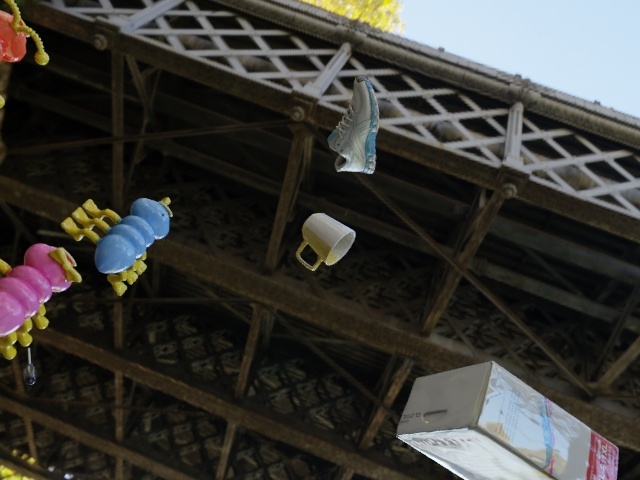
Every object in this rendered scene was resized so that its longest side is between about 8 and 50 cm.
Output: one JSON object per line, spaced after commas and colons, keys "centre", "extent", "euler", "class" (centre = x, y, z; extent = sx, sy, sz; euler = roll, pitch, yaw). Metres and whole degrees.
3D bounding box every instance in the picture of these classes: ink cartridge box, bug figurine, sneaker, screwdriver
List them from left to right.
{"centre": [-0.233, -0.042, 0.453], "extent": [0.072, 0.216, 0.279], "euler": [-10, -53, 36], "class": "bug figurine"}
{"centre": [-0.571, 0.238, 1.149], "extent": [0.024, 0.170, 0.025], "euler": [6, -77, -28], "class": "screwdriver"}
{"centre": [0.054, -0.189, 1.006], "extent": [0.083, 0.071, 0.190], "euler": [-7, -47, -7], "class": "sneaker"}
{"centre": [0.187, 0.204, 0.595], "extent": [0.175, 0.072, 0.127], "euler": [35, -32, -13], "class": "ink cartridge box"}

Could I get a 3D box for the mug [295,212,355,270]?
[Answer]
{"centre": [0.002, -0.003, 0.848], "extent": [0.064, 0.078, 0.062], "euler": [40, -34, 20], "class": "mug"}
